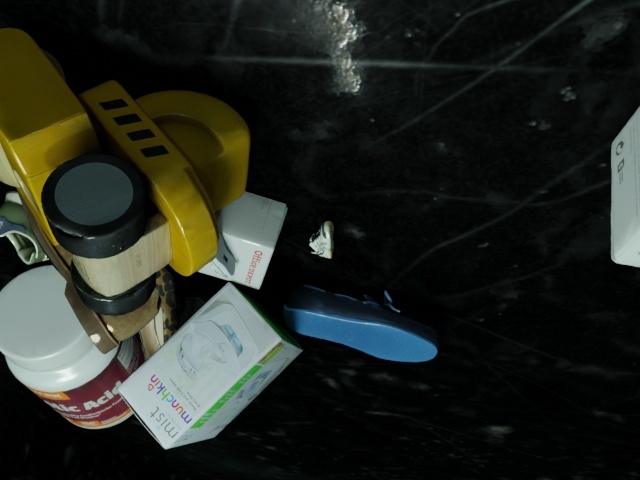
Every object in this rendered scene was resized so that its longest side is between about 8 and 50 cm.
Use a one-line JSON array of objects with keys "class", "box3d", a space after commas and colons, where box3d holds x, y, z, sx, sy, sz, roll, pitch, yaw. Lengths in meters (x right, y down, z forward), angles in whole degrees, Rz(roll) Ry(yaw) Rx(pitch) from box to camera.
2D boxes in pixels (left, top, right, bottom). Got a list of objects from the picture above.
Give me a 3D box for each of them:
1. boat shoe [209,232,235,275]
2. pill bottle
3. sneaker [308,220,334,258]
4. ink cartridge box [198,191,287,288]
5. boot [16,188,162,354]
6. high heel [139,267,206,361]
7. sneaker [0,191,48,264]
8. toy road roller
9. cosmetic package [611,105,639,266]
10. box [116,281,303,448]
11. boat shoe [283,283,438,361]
[{"class": "boat shoe", "box3d": [-0.144, 0.016, 0.809, 0.035, 0.035, 0.100, 1, 151, 14]}, {"class": "pill bottle", "box3d": [-0.495, 0.226, 1.249, 0.223, 0.224, 0.392, 10, 149, 6]}, {"class": "sneaker", "box3d": [0.000, 0.000, 0.883, 0.036, 0.032, 0.083, 10, 148, 6]}, {"class": "ink cartridge box", "box3d": [-0.157, -0.016, 0.873, 0.190, 0.082, 0.140, 18, 148, -5]}, {"class": "boot", "box3d": [-0.339, 0.011, 0.892, 0.305, 0.115, 0.112, 53, 165, 16]}, {"class": "high heel", "box3d": [-0.321, 0.139, 1.080, 0.093, 0.186, 0.261, -12, 140, 38]}, {"class": "sneaker", "box3d": [-0.468, 0.008, 1.024, 0.064, 0.086, 0.192, -3, 145, 25]}, {"class": "toy road roller", "box3d": [-0.231, -0.098, 0.709, 0.329, 0.240, 0.202, 48, 153, 16]}, {"class": "cosmetic package", "box3d": [0.398, -0.114, 0.430, 0.217, 0.156, 0.385, 13, 150, 4]}, {"class": "box", "box3d": [-0.166, 0.206, 1.005, 0.127, 0.231, 0.262, 44, 173, 14]}, {"class": "boat shoe", "box3d": [0.071, 0.120, 1.002, 0.258, 0.089, 0.109, 19, 136, 1]}]
